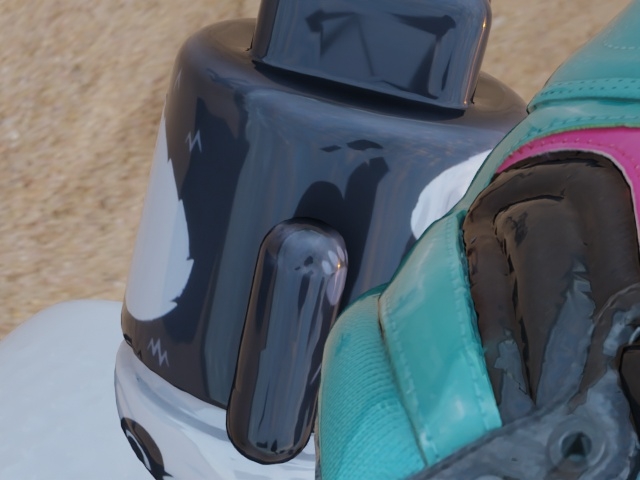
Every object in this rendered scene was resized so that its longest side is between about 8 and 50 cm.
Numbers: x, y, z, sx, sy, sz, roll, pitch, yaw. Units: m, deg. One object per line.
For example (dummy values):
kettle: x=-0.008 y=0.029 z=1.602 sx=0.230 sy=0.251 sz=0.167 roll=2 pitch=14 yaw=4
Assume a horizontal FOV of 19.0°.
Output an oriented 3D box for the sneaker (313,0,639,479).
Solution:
sneaker: x=0.090 y=0.055 z=0.328 sx=0.178 sy=0.295 sz=0.124 roll=-43 pitch=121 yaw=5

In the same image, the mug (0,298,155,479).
mug: x=-0.190 y=0.198 z=1.138 sx=0.374 sy=0.276 sz=0.328 roll=21 pitch=66 yaw=-6

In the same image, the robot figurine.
robot figurine: x=-0.002 y=0.000 z=0.886 sx=0.209 sy=0.173 sz=0.278 roll=-8 pitch=119 yaw=-47
